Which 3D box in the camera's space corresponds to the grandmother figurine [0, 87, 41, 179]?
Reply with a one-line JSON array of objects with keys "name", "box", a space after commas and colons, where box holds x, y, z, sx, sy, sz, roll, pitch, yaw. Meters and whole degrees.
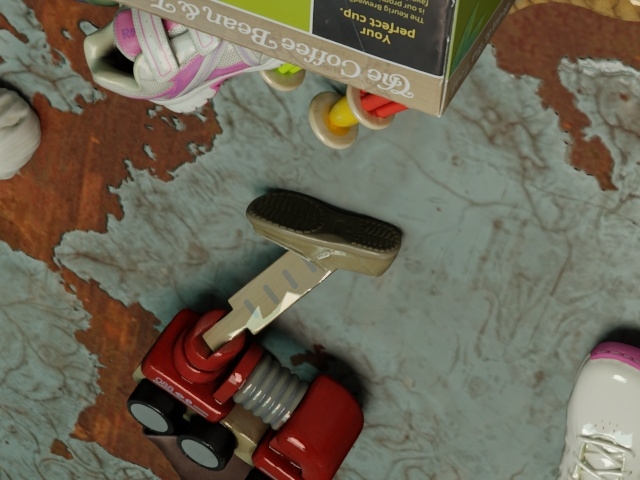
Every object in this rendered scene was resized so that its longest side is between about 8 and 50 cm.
[{"name": "grandmother figurine", "box": [-0.418, -0.090, 1.956, 0.342, 0.104, 0.208, -7, 153, 35]}]

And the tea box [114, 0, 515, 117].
[{"name": "tea box", "box": [-0.010, -0.310, 1.361, 0.329, 0.220, 0.323, 21, 138, 14]}]

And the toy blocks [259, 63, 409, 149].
[{"name": "toy blocks", "box": [0.032, -0.148, 1.625, 0.123, 0.054, 0.148, 47, 138, -16]}]

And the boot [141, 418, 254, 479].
[{"name": "boot", "box": [-0.053, 0.266, 2.052, 0.248, 0.090, 0.207, 7, 145, 38]}]

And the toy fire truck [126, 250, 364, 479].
[{"name": "toy fire truck", "box": [-0.042, 0.123, 1.897, 0.217, 0.158, 0.246, 36, 150, -3]}]

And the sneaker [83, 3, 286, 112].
[{"name": "sneaker", "box": [-0.105, -0.172, 1.620, 0.252, 0.111, 0.103, -33, 68, 47]}]

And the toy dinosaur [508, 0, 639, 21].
[{"name": "toy dinosaur", "box": [0.210, -0.188, 1.461, 0.211, 0.064, 0.112, 8, 135, 27]}]

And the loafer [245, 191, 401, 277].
[{"name": "loafer", "box": [0.000, 0.000, 1.793, 0.148, 0.056, 0.050, 19, 132, 17]}]

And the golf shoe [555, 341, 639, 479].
[{"name": "golf shoe", "box": [0.261, 0.226, 1.786, 0.115, 0.140, 0.306, 16, 136, 22]}]

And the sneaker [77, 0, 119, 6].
[{"name": "sneaker", "box": [-0.215, -0.272, 1.653, 0.086, 0.064, 0.192, -2, 132, 29]}]
